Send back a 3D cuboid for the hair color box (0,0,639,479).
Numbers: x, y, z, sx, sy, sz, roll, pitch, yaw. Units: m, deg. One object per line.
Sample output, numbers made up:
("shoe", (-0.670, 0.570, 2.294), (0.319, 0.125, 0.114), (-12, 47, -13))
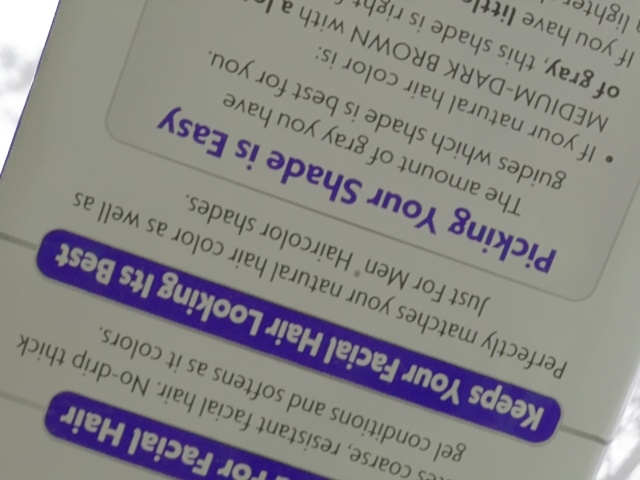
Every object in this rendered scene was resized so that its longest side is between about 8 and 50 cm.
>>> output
("hair color box", (0.000, 0.000, 0.518), (0.185, 0.110, 0.338), (20, -80, -7))
